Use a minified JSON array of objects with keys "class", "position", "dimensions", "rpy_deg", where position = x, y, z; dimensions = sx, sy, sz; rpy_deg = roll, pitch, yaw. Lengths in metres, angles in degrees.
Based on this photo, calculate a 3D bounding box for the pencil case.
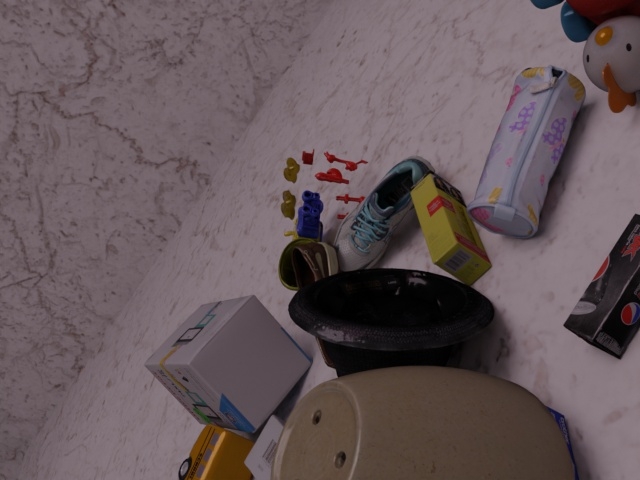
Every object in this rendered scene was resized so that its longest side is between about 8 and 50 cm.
[{"class":"pencil case","position":[0.325,-0.139,1.137],"dimensions":[0.124,0.114,0.273],"rpy_deg":[124,170,-76]}]

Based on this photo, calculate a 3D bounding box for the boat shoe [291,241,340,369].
[{"class":"boat shoe","position":[-0.008,0.125,1.397],"dimensions":[0.095,0.095,0.257],"rpy_deg":[-40,54,45]}]

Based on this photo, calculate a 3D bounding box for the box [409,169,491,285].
[{"class":"box","position":[0.219,-0.027,1.249],"dimensions":[0.058,0.087,0.232],"rpy_deg":[-46,25,25]}]

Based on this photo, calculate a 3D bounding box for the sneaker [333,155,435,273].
[{"class":"sneaker","position":[0.106,-0.050,1.409],"dimensions":[0.283,0.110,0.122],"rpy_deg":[-54,-12,12]}]

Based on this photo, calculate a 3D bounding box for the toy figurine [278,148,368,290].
[{"class":"toy figurine","position":[0.000,0.000,1.646],"dimensions":[0.217,0.191,0.362],"rpy_deg":[99,174,-58]}]

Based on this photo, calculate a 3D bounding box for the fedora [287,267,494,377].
[{"class":"fedora","position":[0.105,0.152,1.099],"dimensions":[0.334,0.334,0.152],"rpy_deg":[-145,53,-66]}]

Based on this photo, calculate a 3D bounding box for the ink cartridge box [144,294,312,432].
[{"class":"ink cartridge box","position":[-0.200,0.259,1.528],"dimensions":[0.197,0.198,0.270],"rpy_deg":[-47,16,-29]}]

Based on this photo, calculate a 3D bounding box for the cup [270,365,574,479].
[{"class":"cup","position":[0.084,0.281,0.842],"dimensions":[0.331,0.237,0.331],"rpy_deg":[-41,34,36]}]

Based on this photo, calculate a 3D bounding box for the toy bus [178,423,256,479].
[{"class":"toy bus","position":[-0.241,0.543,1.445],"dimensions":[0.130,0.108,0.332],"rpy_deg":[-8,54,59]}]

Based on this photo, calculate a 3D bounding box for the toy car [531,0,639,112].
[{"class":"toy car","position":[0.431,-0.306,1.052],"dimensions":[0.219,0.210,0.237],"rpy_deg":[-8,66,46]}]

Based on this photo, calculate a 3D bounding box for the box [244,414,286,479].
[{"class":"box","position":[-0.010,0.364,1.124],"dimensions":[0.091,0.171,0.130],"rpy_deg":[-59,24,-5]}]

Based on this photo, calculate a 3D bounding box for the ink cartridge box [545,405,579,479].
[{"class":"ink cartridge box","position":[0.220,0.295,0.908],"dimensions":[0.207,0.046,0.097],"rpy_deg":[-41,31,36]}]

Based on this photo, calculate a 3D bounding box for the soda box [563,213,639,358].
[{"class":"soda box","position":[0.374,0.055,0.886],"dimensions":[0.168,0.053,0.060],"rpy_deg":[-58,24,1]}]
